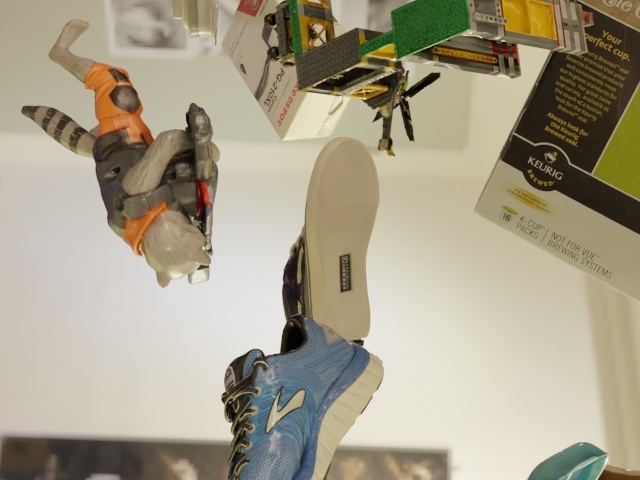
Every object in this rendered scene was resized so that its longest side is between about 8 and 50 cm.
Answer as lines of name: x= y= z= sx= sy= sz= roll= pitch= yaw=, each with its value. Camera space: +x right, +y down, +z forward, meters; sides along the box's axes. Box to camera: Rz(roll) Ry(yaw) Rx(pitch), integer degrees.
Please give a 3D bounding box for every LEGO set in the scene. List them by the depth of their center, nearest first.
LEGO set: x=0.117 y=-0.252 z=1.417 sx=0.331 sy=0.192 sz=0.255 roll=-28 pitch=-113 yaw=45

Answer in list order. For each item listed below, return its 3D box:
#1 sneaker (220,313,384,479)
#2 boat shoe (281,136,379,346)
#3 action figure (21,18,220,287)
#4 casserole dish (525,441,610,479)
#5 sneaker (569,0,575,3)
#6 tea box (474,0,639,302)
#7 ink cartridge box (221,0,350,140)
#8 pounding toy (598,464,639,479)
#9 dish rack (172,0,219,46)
sneaker: x=-0.062 y=0.204 z=1.529 sx=0.130 sy=0.147 sz=0.330 roll=-43 pitch=-171 yaw=44
boat shoe: x=0.000 y=0.000 z=2.281 sx=0.158 sy=0.127 sz=0.340 roll=18 pitch=-72 yaw=57
action figure: x=-0.230 y=-0.064 z=1.794 sx=0.330 sy=0.178 sz=0.341 roll=57 pitch=-22 yaw=35
casserole dish: x=0.275 y=0.300 z=1.715 sx=0.037 sy=0.114 sz=0.188 roll=52 pitch=-32 yaw=28
sneaker: x=0.433 y=-0.414 z=2.061 sx=0.121 sy=0.112 sz=0.299 roll=-47 pitch=158 yaw=-73
tea box: x=0.402 y=-0.117 z=1.623 sx=0.220 sy=0.329 sz=0.323 roll=-43 pitch=160 yaw=-60
ink cartridge box: x=-0.047 y=-0.305 z=2.367 sx=0.237 sy=0.100 sz=0.172 roll=58 pitch=-41 yaw=28
pounding toy: x=0.442 y=0.371 z=2.156 sx=0.154 sy=0.269 sz=0.155 roll=59 pitch=40 yaw=-13
dish rack: x=-0.200 y=-0.493 z=2.278 sx=0.285 sy=0.072 sz=0.333 roll=-97 pitch=-175 yaw=-66
